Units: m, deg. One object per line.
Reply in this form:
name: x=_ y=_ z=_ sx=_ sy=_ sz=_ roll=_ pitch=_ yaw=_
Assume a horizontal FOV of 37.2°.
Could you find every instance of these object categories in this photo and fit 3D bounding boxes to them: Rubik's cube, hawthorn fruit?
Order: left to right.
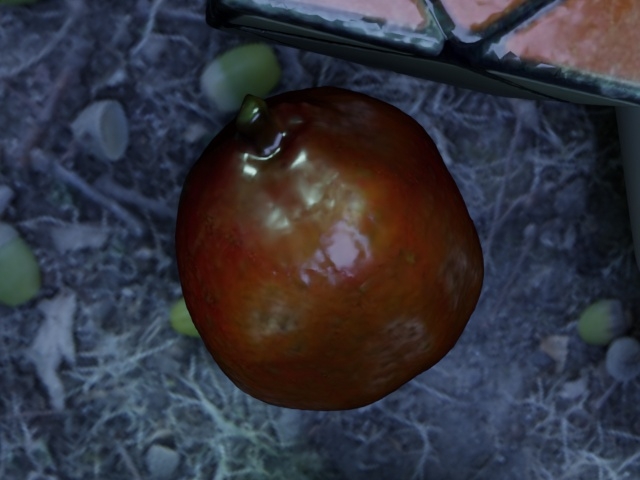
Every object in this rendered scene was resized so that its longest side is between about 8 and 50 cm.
hawthorn fruit: x=0.000 y=0.000 z=0.503 sx=0.169 sy=0.169 sz=0.188 roll=-32 pitch=145 yaw=-3
Rubik's cube: x=0.062 y=-0.186 z=0.470 sx=0.207 sy=0.205 sz=0.205 roll=10 pitch=98 yaw=-10

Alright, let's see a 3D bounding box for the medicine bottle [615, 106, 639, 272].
medicine bottle: x=0.256 y=-0.043 z=0.527 sx=0.170 sy=0.170 sz=0.293 roll=-8 pitch=92 yaw=-8
